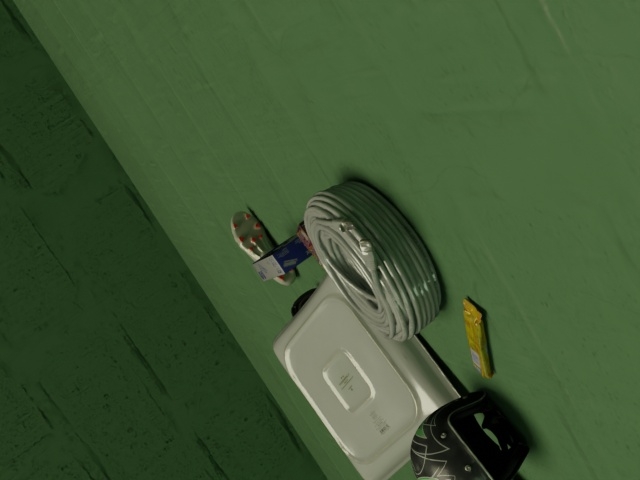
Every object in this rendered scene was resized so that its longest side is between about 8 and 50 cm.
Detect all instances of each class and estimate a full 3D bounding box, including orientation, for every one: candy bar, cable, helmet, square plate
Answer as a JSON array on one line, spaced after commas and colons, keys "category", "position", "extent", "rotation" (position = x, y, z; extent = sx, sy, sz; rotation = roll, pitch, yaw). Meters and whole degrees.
[{"category": "candy bar", "position": [0.220, 0.141, 1.341], "extent": [0.040, 0.018, 0.161], "rotation": [46, 164, 41]}, {"category": "cable", "position": [0.073, 0.029, 1.420], "extent": [0.257, 0.089, 0.257], "rotation": [33, 154, 57]}, {"category": "helmet", "position": [0.216, 0.324, 1.449], "extent": [0.169, 0.161, 0.169], "rotation": [33, 143, 29]}, {"category": "square plate", "position": [0.063, 0.241, 1.694], "extent": [0.344, 0.049, 0.347], "rotation": [54, 140, 16]}]

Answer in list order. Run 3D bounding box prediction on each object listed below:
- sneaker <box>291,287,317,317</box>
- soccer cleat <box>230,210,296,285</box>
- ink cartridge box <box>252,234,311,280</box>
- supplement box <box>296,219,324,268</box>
[{"category": "sneaker", "position": [0.047, 0.218, 1.897], "extent": [0.130, 0.109, 0.286], "rotation": [53, -174, -46]}, {"category": "soccer cleat", "position": [-0.127, 0.022, 2.072], "extent": [0.196, 0.068, 0.076], "rotation": [50, 168, 8]}, {"category": "ink cartridge box", "position": [-0.062, 0.027, 1.812], "extent": [0.046, 0.097, 0.207], "rotation": [55, 166, -3]}, {"category": "supplement box", "position": [0.000, 0.000, 1.665], "extent": [0.083, 0.043, 0.055], "rotation": [51, 165, 9]}]
